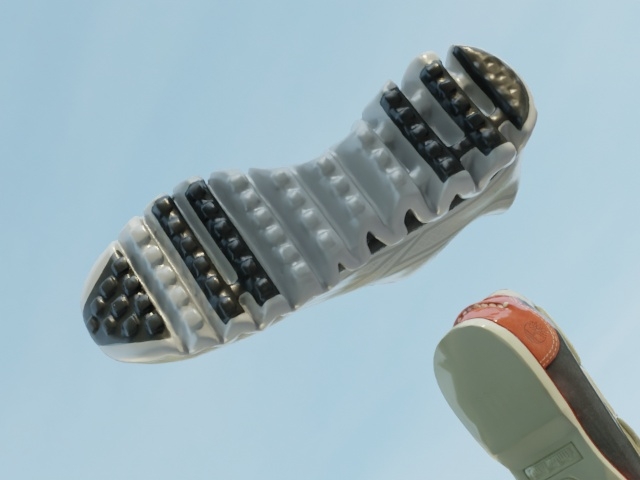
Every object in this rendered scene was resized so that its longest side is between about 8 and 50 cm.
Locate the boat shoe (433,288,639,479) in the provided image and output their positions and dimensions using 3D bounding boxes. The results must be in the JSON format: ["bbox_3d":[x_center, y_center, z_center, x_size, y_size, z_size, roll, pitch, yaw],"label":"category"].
[{"bbox_3d":[0.087,0.078,0.489,0.049,0.137,0.043,-34,0,30],"label":"boat shoe"}]

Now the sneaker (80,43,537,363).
[{"bbox_3d":[0.000,0.000,0.883,0.292,0.110,0.118,-27,-28,-4],"label":"sneaker"}]
